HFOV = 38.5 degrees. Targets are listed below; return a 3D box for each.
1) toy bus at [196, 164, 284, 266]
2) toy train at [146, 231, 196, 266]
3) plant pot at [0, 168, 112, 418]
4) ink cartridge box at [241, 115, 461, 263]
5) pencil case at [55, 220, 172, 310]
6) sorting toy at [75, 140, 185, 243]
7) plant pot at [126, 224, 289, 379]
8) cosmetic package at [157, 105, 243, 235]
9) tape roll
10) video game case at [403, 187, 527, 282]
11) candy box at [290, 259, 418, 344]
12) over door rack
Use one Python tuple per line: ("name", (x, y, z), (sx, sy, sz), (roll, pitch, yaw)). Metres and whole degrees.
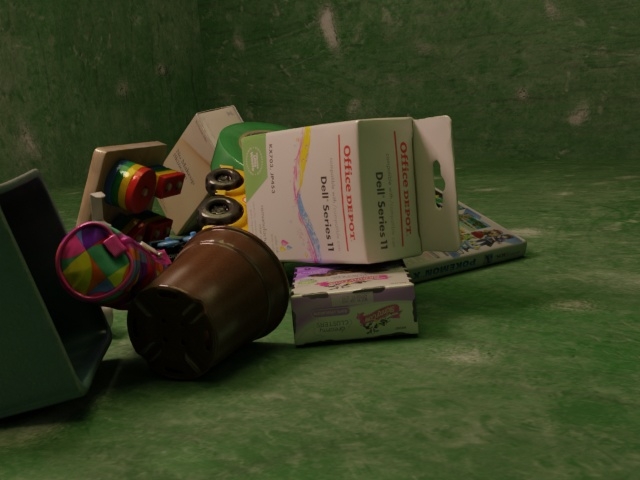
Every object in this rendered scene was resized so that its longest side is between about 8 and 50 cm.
("toy bus", (-0.104, -0.028, 1.618), (0.211, 0.149, 0.220), (0, 38, 3))
("toy train", (-0.244, 0.022, 1.756), (0.184, 0.080, 0.105), (-9, 5, -18))
("plant pot", (-0.425, 0.082, 1.085), (0.252, 0.247, 0.248), (-21, 11, -2))
("ink cartridge box", (0.035, -0.072, 1.364), (0.119, 0.207, 0.353), (-8, 4, -40))
("pencil case", (-0.258, 0.035, 1.167), (0.104, 0.104, 0.236), (-5, -5, 1))
("sorting toy", (-0.364, -0.051, 1.779), (0.089, 0.257, 0.255), (20, 14, 13))
("plant pot", (-0.149, 0.084, 1.156), (0.167, 0.167, 0.165), (-1, 18, 24))
("cosmetic package", (-0.271, -0.158, 2.142), (0.113, 0.160, 0.309), (-19, -18, -38))
("tape roll", (-0.062, -0.141, 1.878), (0.321, 0.077, 0.321), (15, 26, -8))
("video game case", (0.149, -0.025, 1.648), (0.300, 0.036, 0.329), (-11, 30, -30))
("candy box", (0.045, 0.081, 1.278), (0.165, 0.070, 0.196), (-5, 9, 1))
("over door rack", (-0.395, 0.052, 1.444), (0.239, 0.108, 0.324), (-12, 37, -32))
